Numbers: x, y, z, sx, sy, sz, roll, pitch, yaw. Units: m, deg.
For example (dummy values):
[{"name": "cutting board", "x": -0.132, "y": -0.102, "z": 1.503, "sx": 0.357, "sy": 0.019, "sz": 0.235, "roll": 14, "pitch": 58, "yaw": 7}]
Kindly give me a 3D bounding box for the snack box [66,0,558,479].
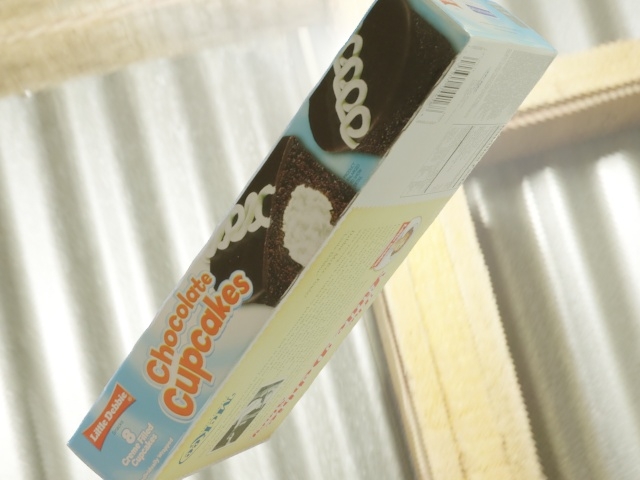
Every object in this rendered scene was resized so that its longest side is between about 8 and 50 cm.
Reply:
[{"name": "snack box", "x": 0.000, "y": 0.000, "z": 0.915, "sx": 0.060, "sy": 0.187, "sz": 0.322, "roll": 40, "pitch": -73, "yaw": 15}]
